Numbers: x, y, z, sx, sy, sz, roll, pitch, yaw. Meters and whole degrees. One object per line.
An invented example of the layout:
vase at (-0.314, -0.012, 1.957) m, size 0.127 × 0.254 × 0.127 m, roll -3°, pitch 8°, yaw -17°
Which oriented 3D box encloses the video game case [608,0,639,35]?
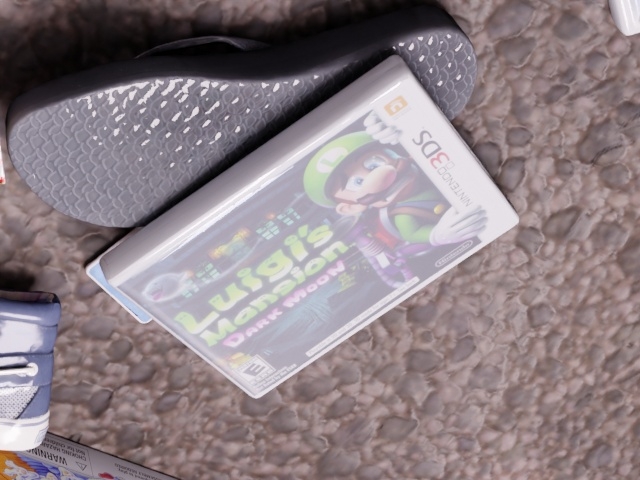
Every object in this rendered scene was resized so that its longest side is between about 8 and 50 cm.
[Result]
video game case at (0.219, -0.223, 0.940) m, size 0.183 × 0.023 × 0.201 m, roll -22°, pitch 127°, yaw -1°

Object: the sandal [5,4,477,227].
sandal at (-0.043, -0.070, 0.954) m, size 0.254 × 0.054 × 0.097 m, roll -12°, pitch 133°, yaw -20°

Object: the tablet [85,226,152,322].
tablet at (-0.084, 0.007, 1.014) m, size 0.083 × 0.006 × 0.054 m, roll -38°, pitch 125°, yaw 9°

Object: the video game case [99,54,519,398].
video game case at (0.000, 0.000, 0.994) m, size 0.190 × 0.022 × 0.173 m, roll -34°, pitch 144°, yaw 8°

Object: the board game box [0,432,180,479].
board game box at (-0.065, 0.243, 1.040) m, size 0.347 × 0.233 × 0.078 m, roll 24°, pitch 113°, yaw -30°

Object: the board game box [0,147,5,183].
board game box at (-0.254, -0.088, 0.873) m, size 0.193 × 0.045 × 0.147 m, roll -6°, pitch 124°, yaw -13°

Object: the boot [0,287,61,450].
boot at (-0.236, 0.057, 0.976) m, size 0.190 × 0.069 × 0.086 m, roll 8°, pitch 99°, yaw -18°
